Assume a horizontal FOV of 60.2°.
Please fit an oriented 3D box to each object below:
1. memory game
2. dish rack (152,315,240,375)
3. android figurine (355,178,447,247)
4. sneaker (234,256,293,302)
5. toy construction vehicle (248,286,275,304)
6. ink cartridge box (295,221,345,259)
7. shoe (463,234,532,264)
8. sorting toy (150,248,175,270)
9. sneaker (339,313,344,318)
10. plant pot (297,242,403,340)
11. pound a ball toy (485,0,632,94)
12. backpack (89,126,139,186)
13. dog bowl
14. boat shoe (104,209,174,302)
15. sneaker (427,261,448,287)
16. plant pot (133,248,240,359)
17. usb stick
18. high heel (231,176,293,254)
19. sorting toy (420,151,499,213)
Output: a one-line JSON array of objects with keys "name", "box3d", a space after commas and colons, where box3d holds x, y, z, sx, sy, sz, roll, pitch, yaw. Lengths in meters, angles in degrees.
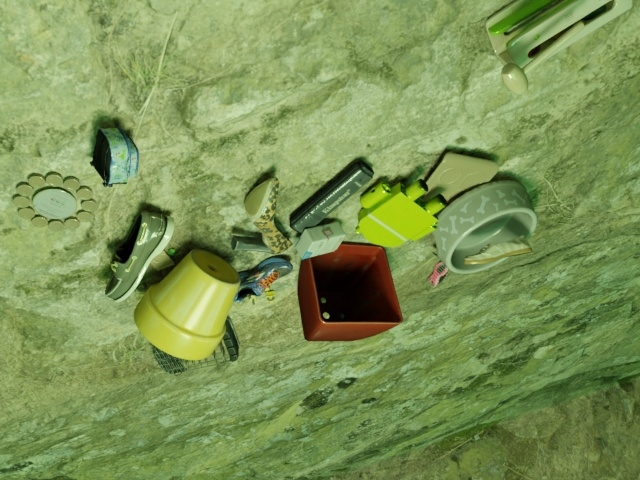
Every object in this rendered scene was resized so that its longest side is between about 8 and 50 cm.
[{"name": "memory game", "box3d": [-0.642, -0.090, 1.340, 0.186, 0.012, 0.186, -10, 138, -10]}, {"name": "dish rack", "box3d": [-0.415, 0.361, 1.854, 0.271, 0.074, 0.208, -12, 136, -4]}, {"name": "android figurine", "box3d": [0.222, -0.071, 1.603, 0.248, 0.056, 0.273, 30, 133, -29]}, {"name": "sneaker", "box3d": [-0.181, 0.126, 1.673, 0.221, 0.087, 0.083, -26, 138, 8]}, {"name": "toy construction vehicle", "box3d": [-0.187, 0.174, 1.760, 0.085, 0.035, 0.098, -9, 137, -10]}, {"name": "ink cartridge box", "box3d": [0.000, 0.000, 1.597, 0.122, 0.052, 0.088, -12, 152, -34]}, {"name": "shoe", "box3d": [0.531, 0.031, 1.670, 0.219, 0.058, 0.076, -12, 176, -11]}, {"name": "sorting toy", "box3d": [-0.440, 0.050, 1.557, 0.083, 0.012, 0.062, -21, 133, 7]}, {"name": "sneaker", "box3d": [0.136, 0.285, 1.965, 0.234, 0.078, 0.106, 7, 135, -21]}, {"name": "plant pot", "box3d": [0.059, 0.182, 1.712, 0.267, 0.267, 0.236, 4, 146, -23]}, {"name": "pound a ball toy", "box3d": [0.522, -0.454, 1.221, 0.319, 0.208, 0.136, -31, 136, 13]}, {"name": "backpack", "box3d": [-0.457, -0.193, 1.233, 0.084, 0.105, 0.114, -16, 143, -37]}, {"name": "dog bowl", "box3d": [0.507, -0.027, 1.709, 0.348, 0.102, 0.349, -16, 144, -12]}, {"name": "boat shoe", "box3d": [-0.500, 0.041, 1.461, 0.091, 0.109, 0.305, 24, 117, -36]}, {"name": "sneaker", "box3d": [0.419, 0.112, 1.910, 0.057, 0.047, 0.119, -9, 143, -35]}, {"name": "plant pot", "box3d": [-0.355, 0.164, 1.557, 0.254, 0.254, 0.239, 24, 107, -37]}, {"name": "usb stick", "box3d": [0.028, -0.115, 1.524, 0.278, 0.045, 0.077, -39, 136, 21]}, {"name": "high heel", "box3d": [-0.118, -0.066, 1.507, 0.186, 0.093, 0.261, 3, 133, -36]}, {"name": "sorting toy", "box3d": [0.385, -0.162, 1.601, 0.193, 0.038, 0.208, 6, 136, -25]}]
